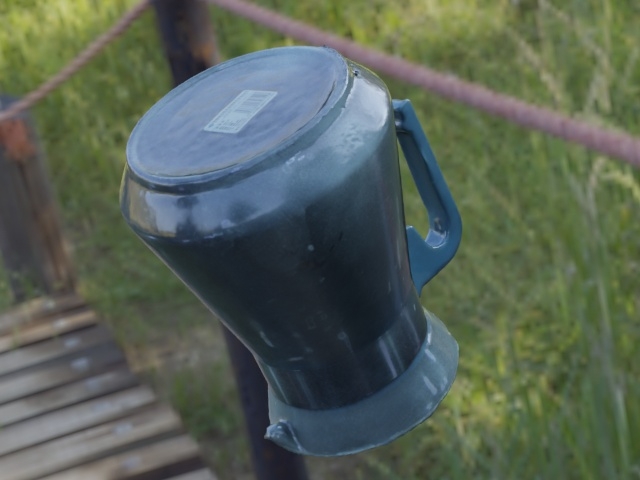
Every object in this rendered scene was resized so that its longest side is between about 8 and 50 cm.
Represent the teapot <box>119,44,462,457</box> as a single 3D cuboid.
[{"bbox_3d":[0.000,0.000,1.069,0.171,0.225,0.203,15,49,45],"label":"teapot"}]
